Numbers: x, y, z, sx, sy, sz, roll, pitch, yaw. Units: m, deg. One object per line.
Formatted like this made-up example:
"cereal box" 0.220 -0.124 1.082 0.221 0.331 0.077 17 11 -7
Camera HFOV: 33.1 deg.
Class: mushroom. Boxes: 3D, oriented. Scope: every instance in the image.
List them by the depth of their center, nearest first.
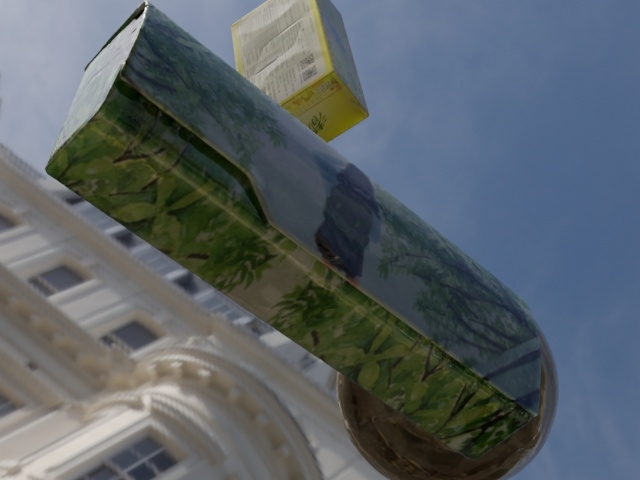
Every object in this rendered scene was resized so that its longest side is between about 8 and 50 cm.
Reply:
"mushroom" 0.115 0.137 0.973 0.207 0.215 0.207 0 -87 3

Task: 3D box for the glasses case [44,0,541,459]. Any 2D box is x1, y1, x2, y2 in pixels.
"glasses case" 0.000 0.000 0.538 0.272 0.095 0.062 36 -60 -24

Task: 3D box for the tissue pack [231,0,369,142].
"tissue pack" -0.022 -0.156 0.981 0.095 0.176 0.062 -32 -52 17
